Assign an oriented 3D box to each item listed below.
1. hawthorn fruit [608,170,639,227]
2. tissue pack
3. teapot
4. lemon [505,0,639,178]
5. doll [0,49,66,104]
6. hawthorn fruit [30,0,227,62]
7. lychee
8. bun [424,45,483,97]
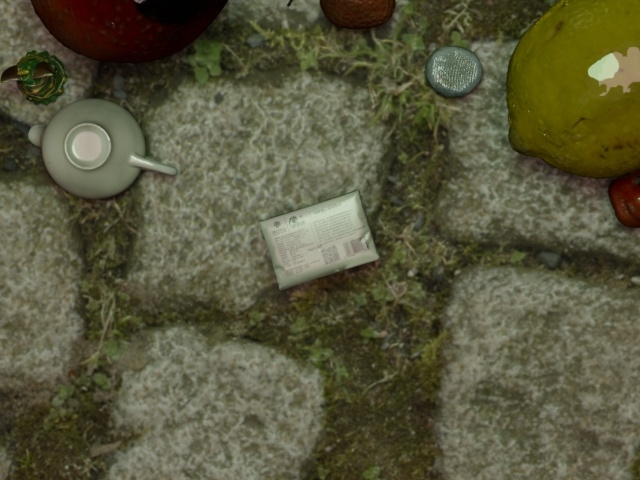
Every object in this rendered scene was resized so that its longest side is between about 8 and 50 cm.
[{"bbox_3d":[0.451,-0.065,1.632,0.093,0.093,0.093,0,92,2],"label":"hawthorn fruit"},{"bbox_3d":[0.000,-0.001,1.636,0.149,0.099,0.106,-17,89,2],"label":"tissue pack"},{"bbox_3d":[-0.316,-0.128,1.649,0.226,0.092,0.145,18,93,-2],"label":"teapot"},{"bbox_3d":[0.386,-0.214,1.544,0.310,0.258,0.258,-29,91,6],"label":"lemon"},{"bbox_3d":[-0.409,-0.247,1.637,0.078,0.113,0.076,-7,77,1],"label":"doll"},{"bbox_3d":[-0.254,-0.373,1.533,0.316,0.316,0.316,0,92,2],"label":"hawthorn fruit"},{"bbox_3d":[0.038,-0.350,1.624,0.140,0.101,0.114,26,102,-5],"label":"lychee"},{"bbox_3d":[0.191,-0.242,1.651,0.083,0.045,0.083,0,92,-2],"label":"bun"}]
